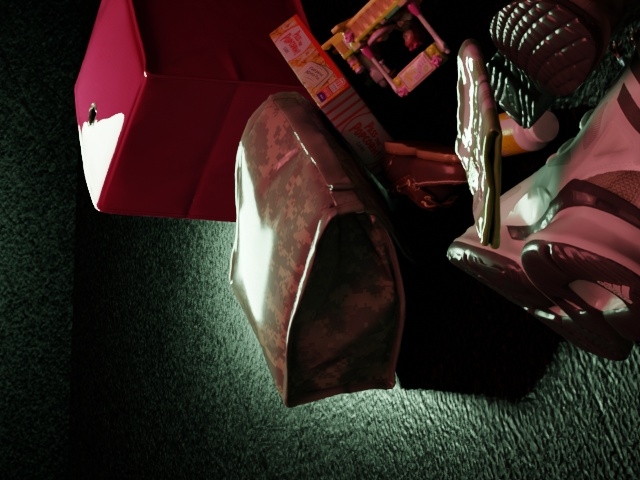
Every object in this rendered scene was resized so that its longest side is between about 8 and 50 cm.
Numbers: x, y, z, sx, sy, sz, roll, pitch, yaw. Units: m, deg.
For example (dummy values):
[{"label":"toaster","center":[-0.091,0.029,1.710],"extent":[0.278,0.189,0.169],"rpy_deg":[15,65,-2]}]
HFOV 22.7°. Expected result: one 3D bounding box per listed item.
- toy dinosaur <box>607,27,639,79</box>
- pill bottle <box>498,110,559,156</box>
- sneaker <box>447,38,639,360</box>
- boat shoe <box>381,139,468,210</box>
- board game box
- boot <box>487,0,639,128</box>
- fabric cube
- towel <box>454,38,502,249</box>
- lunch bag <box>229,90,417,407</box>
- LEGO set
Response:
[{"label":"toy dinosaur","center":[0.287,-0.151,1.371],"extent":[0.082,0.047,0.090],"rpy_deg":[59,175,38]},{"label":"pill bottle","center":[0.197,-0.106,1.546],"extent":[0.083,0.043,0.043],"rpy_deg":[174,97,-67]},{"label":"sneaker","center":[0.259,-0.050,1.319],"extent":[0.257,0.169,0.447],"rpy_deg":[-57,4,-6]},{"label":"boat shoe","center":[0.122,-0.067,1.690],"extent":[0.207,0.073,0.073],"rpy_deg":[-162,73,-74]},{"label":"board game box","center":[0.022,-0.162,1.846],"extent":[0.045,0.147,0.193],"rpy_deg":[-37,38,4]},{"label":"boot","center":[0.213,-0.187,1.264],"extent":[0.083,0.161,0.246],"rpy_deg":[46,171,3]},{"label":"fabric cube","center":[-0.170,-0.205,2.146],"extent":[0.258,0.259,0.254],"rpy_deg":[116,148,-44]},{"label":"towel","center":[0.123,-0.078,1.255],"extent":[0.152,0.023,0.113],"rpy_deg":[-93,-2,-57]},{"label":"lunch bag","center":[0.000,0.000,1.812],"extent":[0.235,0.169,0.287],"rpy_deg":[-118,25,-46]},{"label":"LEGO set","center":[0.084,-0.211,1.757],"extent":[0.107,0.132,0.287],"rpy_deg":[52,153,4]}]
